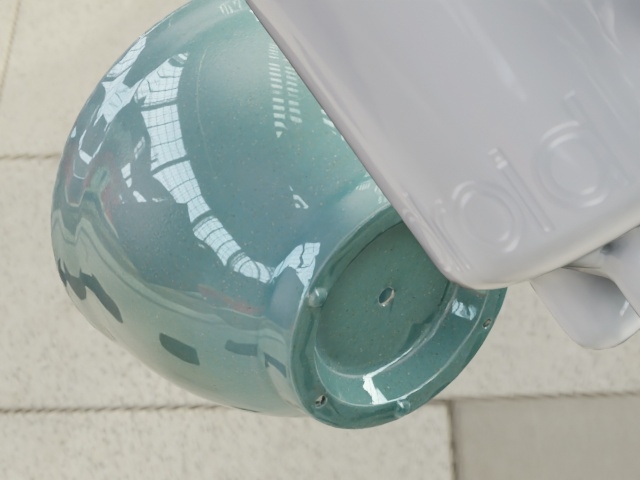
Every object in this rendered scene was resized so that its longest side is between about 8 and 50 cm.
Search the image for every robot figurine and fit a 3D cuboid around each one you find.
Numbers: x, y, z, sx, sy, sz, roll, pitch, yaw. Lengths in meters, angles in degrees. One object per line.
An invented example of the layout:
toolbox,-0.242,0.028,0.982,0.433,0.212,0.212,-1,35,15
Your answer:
robot figurine,0.079,-0.121,0.589,0.199,0.300,0.353,-38,95,-22

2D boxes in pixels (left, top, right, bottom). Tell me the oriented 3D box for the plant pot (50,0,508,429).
plant pot,0.000,0.000,0.879,0.293,0.293,0.196,-32,44,-20
